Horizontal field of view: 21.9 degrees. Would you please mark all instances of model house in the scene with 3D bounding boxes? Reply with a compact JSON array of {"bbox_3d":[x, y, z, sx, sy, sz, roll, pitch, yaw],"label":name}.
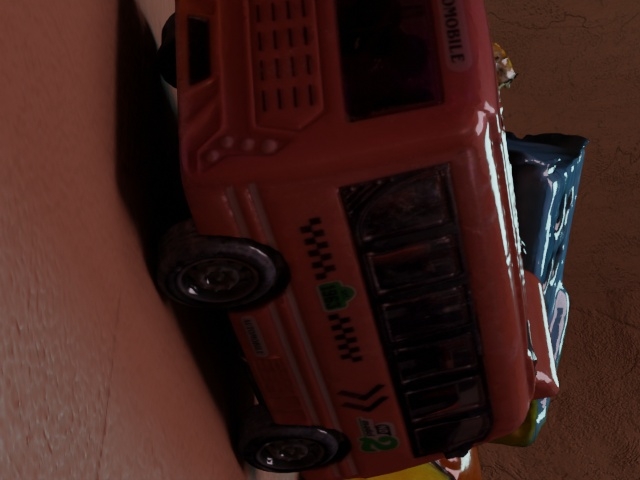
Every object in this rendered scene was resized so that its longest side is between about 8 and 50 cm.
[{"bbox_3d":[0.091,0.039,1.438,0.215,0.237,0.303,-41,138,-68],"label":"model house"}]

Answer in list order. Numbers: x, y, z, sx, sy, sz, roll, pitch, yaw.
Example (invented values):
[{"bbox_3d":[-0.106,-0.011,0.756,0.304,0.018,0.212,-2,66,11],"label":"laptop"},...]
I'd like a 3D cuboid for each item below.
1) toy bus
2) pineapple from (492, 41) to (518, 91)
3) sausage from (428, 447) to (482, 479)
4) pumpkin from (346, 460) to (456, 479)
[{"bbox_3d":[0.029,-0.008,1.114,0.427,0.233,0.203,72,12,-56],"label":"toy bus"},{"bbox_3d":[0.041,-0.183,1.978,0.286,0.209,0.344,52,-26,13],"label":"pineapple"},{"bbox_3d":[0.083,0.196,1.729,0.141,0.153,0.268,55,25,-54],"label":"sausage"},{"bbox_3d":[0.039,0.308,1.495,0.169,0.148,0.312,37,20,-6],"label":"pumpkin"}]
